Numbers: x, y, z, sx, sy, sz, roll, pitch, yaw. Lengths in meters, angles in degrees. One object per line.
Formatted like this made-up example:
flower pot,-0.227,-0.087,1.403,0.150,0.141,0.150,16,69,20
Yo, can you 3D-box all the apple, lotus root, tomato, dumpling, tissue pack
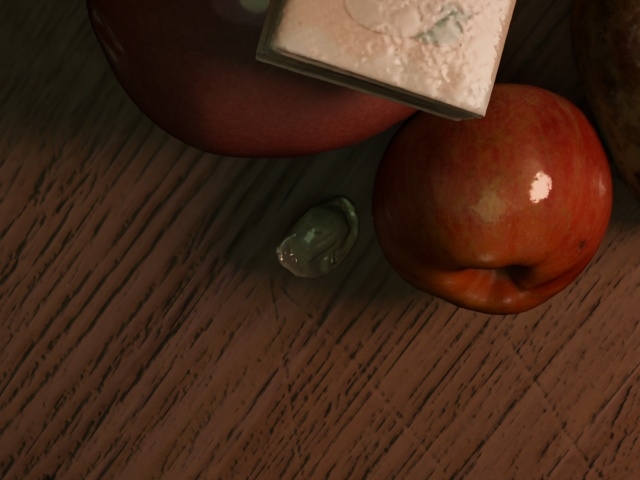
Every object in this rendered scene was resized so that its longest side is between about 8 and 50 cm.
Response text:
apple,0.141,-0.031,1.462,0.209,0.209,0.164,-7,65,8
lotus root,0.304,-0.145,1.438,0.173,0.173,0.309,-21,104,11
tomato,-0.032,-0.222,1.378,0.341,0.273,0.341,-2,105,-6
dumpling,0.001,0.000,1.560,0.057,0.076,0.052,47,129,-4
tissue pack,0.075,-0.261,1.214,0.170,0.071,0.325,15,90,-17
